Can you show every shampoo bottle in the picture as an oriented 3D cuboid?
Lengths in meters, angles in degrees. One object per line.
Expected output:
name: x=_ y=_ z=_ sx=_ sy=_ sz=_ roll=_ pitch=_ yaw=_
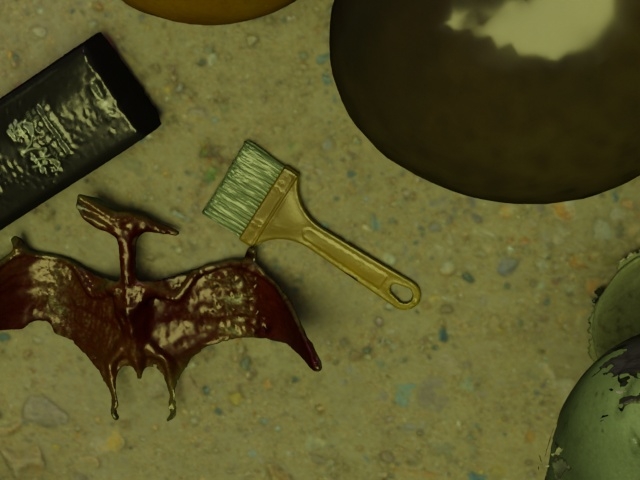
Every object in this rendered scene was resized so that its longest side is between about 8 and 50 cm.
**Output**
shampoo bottle: x=-0.290 y=-0.062 z=1.634 sx=0.309 sy=0.071 sz=0.098 roll=-30 pitch=102 yaw=23

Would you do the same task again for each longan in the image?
longan: x=0.173 y=-0.171 z=1.371 sx=0.350 sy=0.288 sz=0.288 roll=-21 pitch=103 yaw=27

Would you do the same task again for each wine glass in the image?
wine glass: x=0.276 y=0.136 z=1.414 sx=0.190 sy=0.357 sz=0.191 roll=6 pitch=112 yaw=14

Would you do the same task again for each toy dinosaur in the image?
toy dinosaur: x=-0.163 y=0.078 z=1.629 sx=0.327 sy=0.113 sz=0.207 roll=25 pitch=112 yaw=2

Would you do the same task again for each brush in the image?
brush: x=0.000 y=0.000 z=1.617 sx=0.205 sy=0.011 sz=0.083 roll=33 pitch=111 yaw=0

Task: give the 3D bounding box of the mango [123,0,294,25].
mango: x=-0.057 y=-0.356 z=1.392 sx=0.300 sy=0.232 sz=0.446 roll=37 pitch=122 yaw=13
